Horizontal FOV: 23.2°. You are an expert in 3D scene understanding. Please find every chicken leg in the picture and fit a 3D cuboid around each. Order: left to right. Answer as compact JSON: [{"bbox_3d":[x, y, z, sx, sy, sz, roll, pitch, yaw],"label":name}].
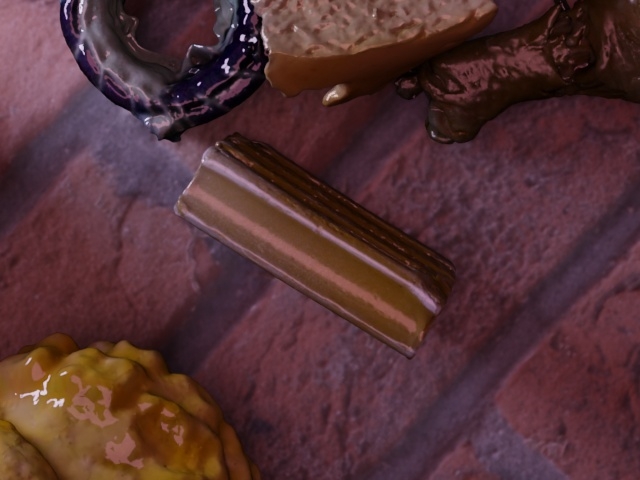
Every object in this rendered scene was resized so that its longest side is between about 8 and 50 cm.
[{"bbox_3d":[0.283,-0.184,1.551,0.429,0.153,0.201,-13,101,11],"label":"chicken leg"}]

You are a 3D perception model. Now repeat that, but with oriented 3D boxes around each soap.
[{"bbox_3d":[0.000,0.000,1.556,0.274,0.173,0.089,32,102,1],"label":"soap"}]

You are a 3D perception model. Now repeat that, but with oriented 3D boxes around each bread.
[{"bbox_3d":[0.024,-0.231,1.511,0.224,0.211,0.183,-21,84,-9],"label":"bread"}]

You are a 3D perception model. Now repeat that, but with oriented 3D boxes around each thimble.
[{"bbox_3d":[-0.142,-0.218,1.559,0.237,0.150,0.237,0,95,1],"label":"thimble"}]

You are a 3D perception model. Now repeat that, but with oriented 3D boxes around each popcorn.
[{"bbox_3d":[-0.230,0.273,1.500,0.349,0.381,0.349,3,110,9],"label":"popcorn"}]

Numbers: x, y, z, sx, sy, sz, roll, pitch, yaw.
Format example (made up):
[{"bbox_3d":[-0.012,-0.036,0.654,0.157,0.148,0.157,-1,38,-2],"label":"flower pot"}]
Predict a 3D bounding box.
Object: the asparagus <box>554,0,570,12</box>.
[{"bbox_3d":[0.226,-0.284,1.606,0.015,0.014,0.114,-29,91,-13],"label":"asparagus"}]
